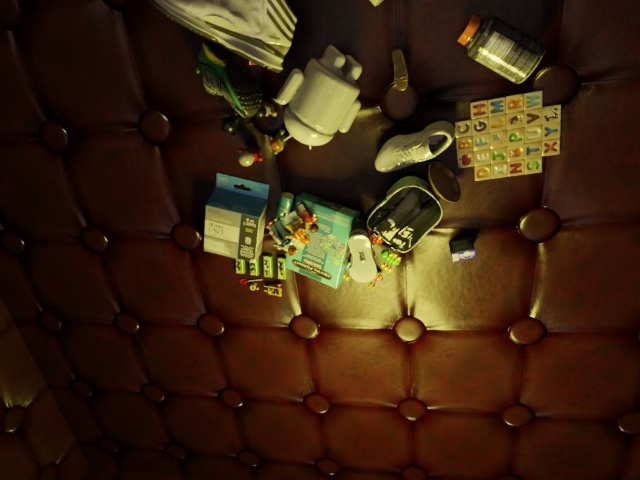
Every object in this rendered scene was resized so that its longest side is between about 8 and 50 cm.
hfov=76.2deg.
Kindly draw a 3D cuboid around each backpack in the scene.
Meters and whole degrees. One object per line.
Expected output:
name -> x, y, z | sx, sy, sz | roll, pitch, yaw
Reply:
backpack -> 0.325, -0.111, 1.533 | 0.225, 0.191, 0.253 | 37, 124, -10

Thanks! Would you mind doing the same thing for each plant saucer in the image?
plant saucer -> 0.444, -0.208, 1.485 | 0.168, 0.168, 0.029 | 45, 137, -11

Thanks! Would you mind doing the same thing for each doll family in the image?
doll family -> -0.124, -0.026, 1.620 | 0.263, 0.118, 0.163 | -33, 91, 35

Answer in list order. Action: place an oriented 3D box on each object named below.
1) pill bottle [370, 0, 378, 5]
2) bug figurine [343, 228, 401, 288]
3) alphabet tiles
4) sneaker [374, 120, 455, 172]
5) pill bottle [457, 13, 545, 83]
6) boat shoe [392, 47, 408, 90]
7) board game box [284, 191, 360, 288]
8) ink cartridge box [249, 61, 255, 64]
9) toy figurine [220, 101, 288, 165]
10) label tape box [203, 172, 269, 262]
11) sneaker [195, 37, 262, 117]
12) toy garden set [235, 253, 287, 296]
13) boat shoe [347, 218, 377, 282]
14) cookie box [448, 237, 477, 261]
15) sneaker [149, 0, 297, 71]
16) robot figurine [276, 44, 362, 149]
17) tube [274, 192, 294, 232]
pill bottle -> 0.088, -0.909, 1.176 | 0.229, 0.229, 0.408 | -39, 102, 25
bug figurine -> 0.206, 0.077, 1.714 | 0.216, 0.072, 0.279 | 37, 122, 0
alphabet tiles -> 0.658, -0.363, 1.442 | 0.342, 0.011, 0.285 | -6, 114, 15
sneaker -> 0.328, -0.328, 1.450 | 0.305, 0.152, 0.114 | -25, 110, 23
pill bottle -> 0.557, -0.608, 1.278 | 0.245, 0.130, 0.130 | 29, 118, -3
boat shoe -> 0.276, -0.585, 1.395 | 0.050, 0.045, 0.135 | 0, 113, 23
board game box -> 0.000, 0.000, 1.690 | 0.253, 0.079, 0.336 | 22, 119, 17
ink cartridge box -> -0.255, -0.727, 1.389 | 0.078, 0.134, 0.231 | 7, 116, 8
toy figurine -> -0.243, -0.405, 1.535 | 0.209, 0.148, 0.213 | -17, 110, 19
label tape box -> -0.362, -0.092, 1.737 | 0.240, 0.106, 0.334 | 13, 118, 5
sneaker -> -0.329, -0.558, 1.458 | 0.343, 0.134, 0.146 | 56, 130, 20
toy garden set -> -0.277, 0.161, 1.872 | 0.244, 0.049, 0.204 | 6, 116, 9
boat shoe -> 0.160, 0.046, 1.611 | 0.113, 0.105, 0.306 | -6, 136, 14
cookie box -> 0.557, 0.036, 1.602 | 0.092, 0.107, 0.040 | -14, 110, 17
sneaker -> -0.278, -0.733, 1.248 | 0.447, 0.169, 0.257 | 23, 109, -10
robot figurine -> -0.001, -0.480, 1.417 | 0.300, 0.200, 0.353 | 16, 122, -29
tube -> -0.157, -0.103, 1.725 | 0.080, 0.052, 0.207 | 23, 125, 11
